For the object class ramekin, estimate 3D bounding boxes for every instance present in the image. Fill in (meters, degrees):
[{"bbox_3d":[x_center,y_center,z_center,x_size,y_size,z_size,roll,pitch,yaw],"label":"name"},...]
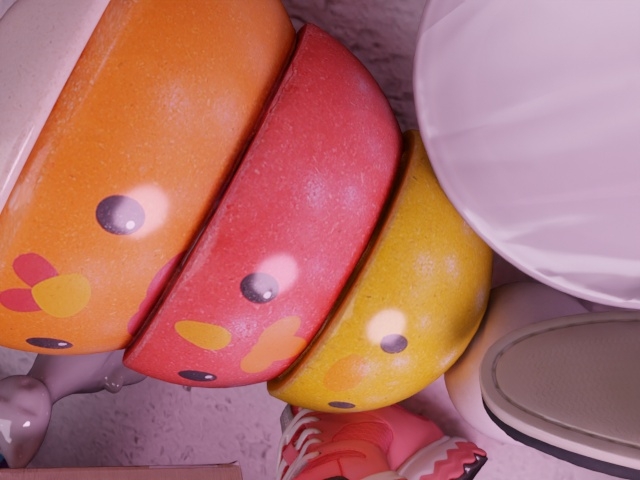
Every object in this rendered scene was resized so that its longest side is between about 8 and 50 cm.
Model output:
[{"bbox_3d":[0.202,-0.103,0.815,0.273,0.127,0.272,11,118,22],"label":"ramekin"}]

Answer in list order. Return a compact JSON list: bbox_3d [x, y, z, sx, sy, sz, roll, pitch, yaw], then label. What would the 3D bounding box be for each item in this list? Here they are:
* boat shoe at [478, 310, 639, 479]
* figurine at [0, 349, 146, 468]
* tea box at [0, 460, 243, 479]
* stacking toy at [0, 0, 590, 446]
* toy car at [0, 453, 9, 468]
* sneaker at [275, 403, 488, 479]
[{"bbox_3d":[0.265,0.125,0.860,0.340,0.127,0.113,0,136,-7],"label":"boat shoe"},{"bbox_3d":[-0.268,0.081,1.099,0.215,0.209,0.092,34,125,8],"label":"figurine"},{"bbox_3d":[-0.209,0.375,1.081,0.329,0.220,0.323,-36,57,51],"label":"tea box"},{"bbox_3d":[0.000,0.000,0.910,0.480,0.350,0.350,27,125,-7],"label":"stacking toy"},{"bbox_3d":[-0.355,0.212,1.265,0.136,0.159,0.182,20,129,-24],"label":"toy car"},{"bbox_3d":[0.007,0.173,0.955,0.136,0.314,0.116,37,103,19],"label":"sneaker"}]
